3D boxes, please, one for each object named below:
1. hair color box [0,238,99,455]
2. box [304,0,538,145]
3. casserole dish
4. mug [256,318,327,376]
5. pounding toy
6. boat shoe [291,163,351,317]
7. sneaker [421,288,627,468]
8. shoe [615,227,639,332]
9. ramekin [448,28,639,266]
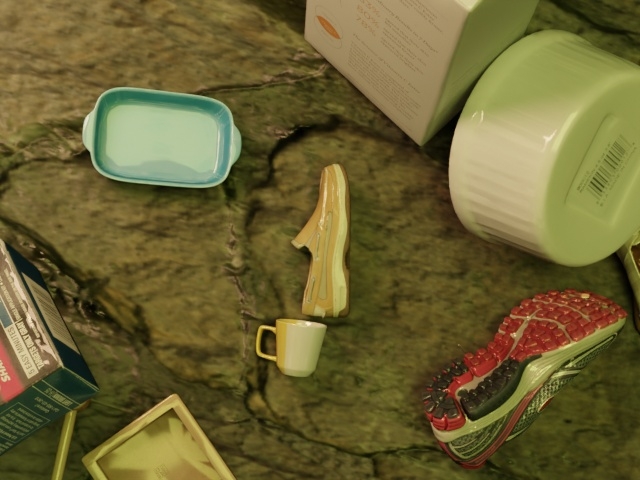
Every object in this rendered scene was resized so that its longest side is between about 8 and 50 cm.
[{"bbox_3d":[-0.426,0.168,1.128,0.347,0.105,0.174,-33,65,-3],"label":"hair color box"},{"bbox_3d":[0.116,-0.290,1.227,0.168,0.345,0.215,-43,80,-14],"label":"box"},{"bbox_3d":[-0.191,-0.121,1.316,0.188,0.037,0.114,5,83,-14],"label":"casserole dish"},{"bbox_3d":[-0.032,0.130,1.326,0.062,0.078,0.064,5,92,-46],"label":"mug"},{"bbox_3d":[-0.225,0.247,1.247,0.181,0.094,0.206,-35,84,-10],"label":"pounding toy"},{"bbox_3d":[0.000,0.000,1.339,0.072,0.068,0.190,0,84,-2],"label":"boat shoe"},{"bbox_3d":[0.259,0.164,1.369,0.299,0.121,0.112,-31,121,-15],"label":"sneaker"},{"bbox_3d":[0.433,0.023,1.442,0.076,0.058,0.219,-15,88,-15],"label":"shoe"},{"bbox_3d":[0.299,-0.102,1.313,0.277,0.135,0.277,-20,124,-32],"label":"ramekin"}]
